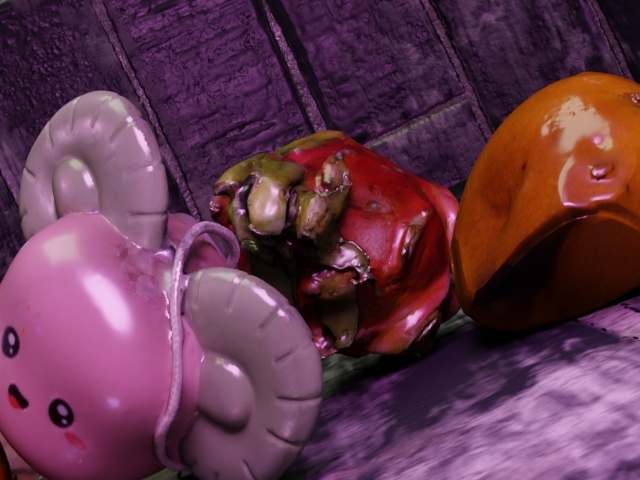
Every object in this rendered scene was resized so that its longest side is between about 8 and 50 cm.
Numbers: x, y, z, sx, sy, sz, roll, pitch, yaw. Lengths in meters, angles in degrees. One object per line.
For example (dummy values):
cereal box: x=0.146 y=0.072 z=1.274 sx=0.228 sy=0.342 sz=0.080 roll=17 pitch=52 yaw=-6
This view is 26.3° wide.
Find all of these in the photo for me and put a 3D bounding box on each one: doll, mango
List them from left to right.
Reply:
doll: x=-0.116 y=0.058 z=0.929 sx=0.216 sy=0.284 sz=0.268 roll=-22 pitch=-23 yaw=-46
mango: x=0.172 y=-0.022 z=0.979 sx=0.136 sy=0.166 sz=0.236 roll=18 pitch=-39 yaw=-19

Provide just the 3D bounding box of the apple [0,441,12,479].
apple: x=-0.288 y=0.183 z=0.915 sx=0.173 sy=0.160 sz=0.195 roll=131 pitch=160 yaw=-61

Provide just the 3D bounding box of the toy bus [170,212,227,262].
toy bus: x=-0.232 y=0.079 z=1.606 sx=0.294 sy=0.232 sz=0.197 roll=-27 pitch=4 yaw=-40

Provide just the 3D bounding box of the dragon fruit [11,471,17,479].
dragon fruit: x=-0.369 y=0.207 z=1.134 sx=0.233 sy=0.234 sz=0.293 roll=-25 pitch=-28 yaw=-2

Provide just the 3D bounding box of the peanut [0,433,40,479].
peanut: x=-0.316 y=0.176 z=1.306 sx=0.274 sy=0.125 sz=0.111 roll=5 pitch=-21 yaw=14

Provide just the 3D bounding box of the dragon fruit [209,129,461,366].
dragon fruit: x=0.010 y=0.018 z=1.051 sx=0.198 sy=0.200 sz=0.269 roll=-33 pitch=0 yaw=14
